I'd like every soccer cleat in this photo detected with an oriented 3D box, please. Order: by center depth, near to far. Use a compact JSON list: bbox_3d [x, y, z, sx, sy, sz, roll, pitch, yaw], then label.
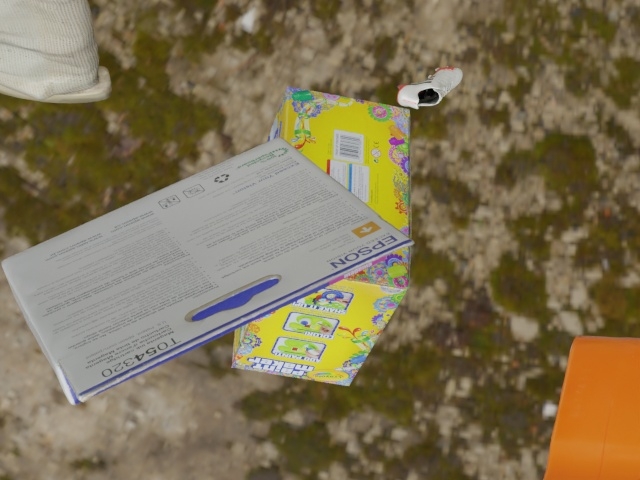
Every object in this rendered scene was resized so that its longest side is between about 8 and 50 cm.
[{"bbox_3d":[0.111,-0.146,1.387,0.036,0.083,0.029,33,133,42],"label":"soccer cleat"}]

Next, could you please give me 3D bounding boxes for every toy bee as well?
[{"bbox_3d":[0.113,0.191,0.659,0.195,0.298,0.162,19,137,37],"label":"toy bee"}]

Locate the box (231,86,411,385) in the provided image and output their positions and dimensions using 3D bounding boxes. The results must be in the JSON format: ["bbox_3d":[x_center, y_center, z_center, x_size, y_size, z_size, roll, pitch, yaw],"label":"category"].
[{"bbox_3d":[0.000,0.000,1.950,0.177,0.290,0.279,10,146,-11],"label":"box"}]

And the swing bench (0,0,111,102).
[{"bbox_3d":[-0.171,-0.223,0.701,0.165,0.254,0.253,8,168,-4],"label":"swing bench"}]

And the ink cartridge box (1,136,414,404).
[{"bbox_3d":[-0.113,0.035,1.358,0.324,0.330,0.071,-24,119,-13],"label":"ink cartridge box"}]
